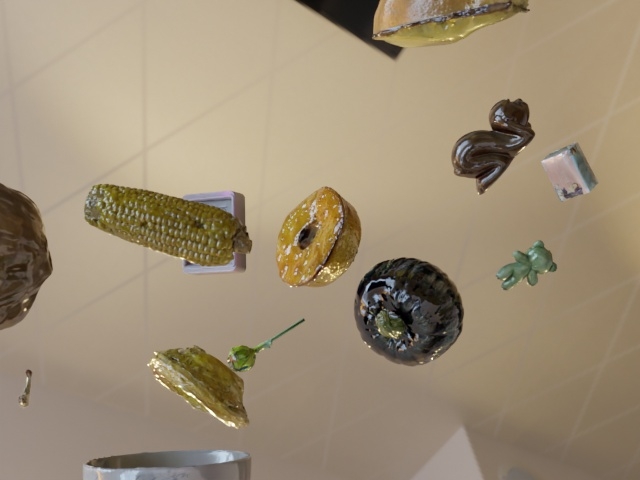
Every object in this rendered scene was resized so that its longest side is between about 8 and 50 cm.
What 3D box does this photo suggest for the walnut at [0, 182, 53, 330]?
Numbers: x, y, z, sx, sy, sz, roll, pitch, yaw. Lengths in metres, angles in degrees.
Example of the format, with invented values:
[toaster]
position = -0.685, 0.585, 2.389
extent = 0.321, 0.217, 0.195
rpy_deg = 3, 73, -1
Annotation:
[walnut]
position = -0.557, 0.022, 1.242
extent = 0.273, 0.273, 0.227
rpy_deg = 27, -178, -20

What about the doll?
[doll]
position = 0.516, 0.064, 2.014
extent = 0.115, 0.150, 0.077
rpy_deg = 57, -174, -20

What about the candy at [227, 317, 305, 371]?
[candy]
position = -0.114, 0.217, 1.699
extent = 0.194, 0.062, 0.058
rpy_deg = -31, -101, -19

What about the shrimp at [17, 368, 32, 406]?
[shrimp]
position = -0.643, 0.323, 1.728
extent = 0.023, 0.083, 0.114
rpy_deg = 8, 172, -12

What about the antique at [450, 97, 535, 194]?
[antique]
position = 0.454, -0.261, 2.088
extent = 0.143, 0.257, 0.121
rpy_deg = 40, -161, -4

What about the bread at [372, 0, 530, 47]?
[bread]
position = 0.208, -0.412, 1.328
extent = 0.204, 0.262, 0.162
rpy_deg = -35, -68, -60

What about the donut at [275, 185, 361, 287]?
[donut]
position = 0.000, 0.000, 2.218
extent = 0.110, 0.303, 0.303
rpy_deg = 21, -151, -34

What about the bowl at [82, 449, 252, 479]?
[bowl]
position = -0.259, 0.442, 1.353
extent = 0.287, 0.287, 0.143
rpy_deg = 9, -104, -44

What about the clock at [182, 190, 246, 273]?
[clock]
position = -0.261, -0.017, 1.930
extent = 0.063, 0.150, 0.197
rpy_deg = 17, -109, -70

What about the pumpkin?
[pumpkin]
position = 0.216, 0.199, 2.048
extent = 0.296, 0.296, 0.296
rpy_deg = 29, -154, -16

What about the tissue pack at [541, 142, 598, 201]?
[tissue pack]
position = 0.476, -0.132, 1.517
extent = 0.059, 0.074, 0.094
rpy_deg = -33, -84, -40

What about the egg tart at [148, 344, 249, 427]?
[egg tart]
position = -0.285, 0.347, 1.953
extent = 0.294, 0.123, 0.294
rpy_deg = 29, 161, 11

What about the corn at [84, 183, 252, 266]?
[corn]
position = -0.232, -0.024, 1.218
extent = 0.262, 0.097, 0.097
rpy_deg = 16, -153, -3
